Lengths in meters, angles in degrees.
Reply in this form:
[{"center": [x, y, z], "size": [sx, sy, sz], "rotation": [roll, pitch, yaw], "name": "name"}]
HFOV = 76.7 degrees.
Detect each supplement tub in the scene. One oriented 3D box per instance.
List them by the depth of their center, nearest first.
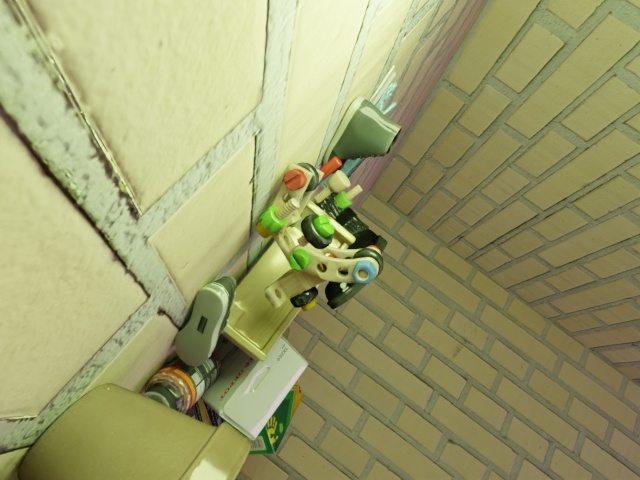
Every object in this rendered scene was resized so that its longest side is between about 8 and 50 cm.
[{"center": [-0.300, 0.306, 0.867], "size": [0.106, 0.106, 0.198], "rotation": [-55, 175, 14], "name": "supplement tub"}]

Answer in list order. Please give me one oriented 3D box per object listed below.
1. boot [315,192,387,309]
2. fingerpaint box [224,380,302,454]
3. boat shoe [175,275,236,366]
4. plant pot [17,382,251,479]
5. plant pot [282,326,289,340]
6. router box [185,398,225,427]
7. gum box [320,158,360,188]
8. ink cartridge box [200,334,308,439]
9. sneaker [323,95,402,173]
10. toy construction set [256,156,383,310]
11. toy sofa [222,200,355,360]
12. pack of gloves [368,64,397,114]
[{"center": [0.038, 0.019, 1.222], "size": [0.131, 0.260, 0.348], "rotation": [-42, -173, 41], "name": "boot"}, {"center": [-0.347, 0.709, 1.695], "size": [0.444, 0.163, 0.371], "rotation": [-12, -171, 17], "name": "fingerpaint box"}, {"center": [-0.215, 0.160, 0.783], "size": [0.219, 0.077, 0.070], "rotation": [-58, 173, 30], "name": "boat shoe"}, {"center": [-0.265, 0.329, 0.556], "size": [0.263, 0.229, 0.263], "rotation": [-54, 176, -5], "name": "plant pot"}, {"center": [-0.247, 0.424, 1.622], "size": [0.276, 0.276, 0.254], "rotation": [-58, -174, 46], "name": "plant pot"}, {"center": [-0.376, 0.600, 1.234], "size": [0.081, 0.309, 0.243], "rotation": [-13, -178, 9], "name": "router box"}, {"center": [0.095, -0.226, 1.097], "size": [0.157, 0.041, 0.184], "rotation": [-46, -178, -43], "name": "gum box"}, {"center": [-0.211, 0.345, 1.074], "size": [0.223, 0.129, 0.307], "rotation": [-51, -154, -24], "name": "ink cartridge box"}, {"center": [0.086, -0.199, 0.897], "size": [0.083, 0.118, 0.222], "rotation": [-51, 175, -31], "name": "sneaker"}, {"center": [-0.039, -0.011, 0.795], "size": [0.237, 0.257, 0.309], "rotation": [-36, -152, 26], "name": "toy construction set"}, {"center": [-0.091, 0.094, 0.961], "size": [0.362, 0.150, 0.177], "rotation": [-52, -176, -17], "name": "toy sofa"}, {"center": [0.138, -0.316, 1.046], "size": [0.232, 0.046, 0.195], "rotation": [-55, 177, 13], "name": "pack of gloves"}]
